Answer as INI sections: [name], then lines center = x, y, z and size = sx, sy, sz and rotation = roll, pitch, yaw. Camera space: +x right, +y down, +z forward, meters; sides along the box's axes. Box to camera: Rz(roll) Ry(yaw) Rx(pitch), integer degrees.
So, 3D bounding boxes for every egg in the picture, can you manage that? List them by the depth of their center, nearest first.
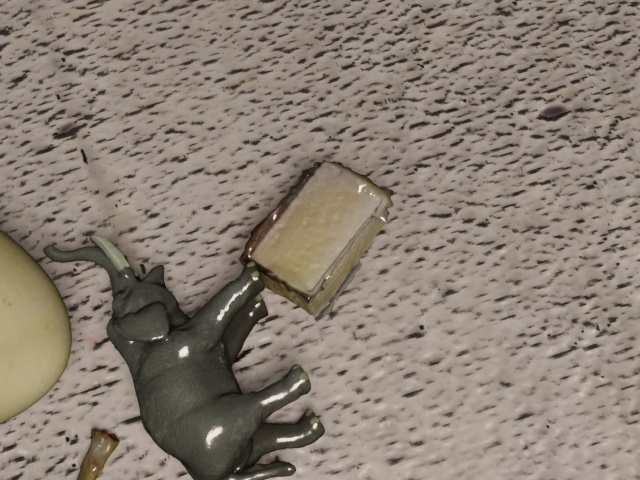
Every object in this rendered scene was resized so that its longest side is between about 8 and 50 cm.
[egg]
center = -0.313, 0.059, 0.708
size = 0.253, 0.188, 0.189
rotation = 15, 68, 4

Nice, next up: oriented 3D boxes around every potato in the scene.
[potato]
center = 0.001, -0.002, 0.786
size = 0.086, 0.061, 0.122
rotation = 32, 70, 16

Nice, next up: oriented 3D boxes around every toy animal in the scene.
[toy animal]
center = -0.101, 0.075, 0.746
size = 0.137, 0.082, 0.270
rotation = -32, 69, -11

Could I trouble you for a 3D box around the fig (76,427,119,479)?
[fig]
center = -0.194, 0.237, 0.653
size = 0.160, 0.143, 0.231
rotation = 45, 66, -12
